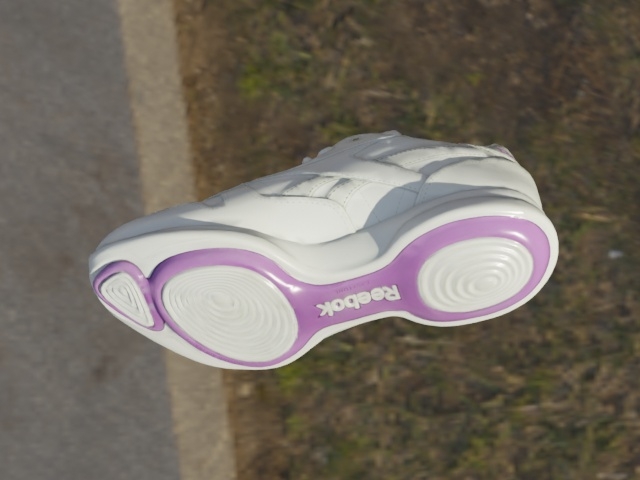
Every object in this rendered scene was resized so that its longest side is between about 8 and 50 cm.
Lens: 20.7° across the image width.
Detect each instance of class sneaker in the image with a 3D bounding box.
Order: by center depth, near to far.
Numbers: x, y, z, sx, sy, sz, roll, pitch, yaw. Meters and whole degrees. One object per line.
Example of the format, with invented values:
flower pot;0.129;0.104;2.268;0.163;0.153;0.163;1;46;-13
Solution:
sneaker;0.000;0.000;1.171;0.305;0.152;0.114;-6;126;3
